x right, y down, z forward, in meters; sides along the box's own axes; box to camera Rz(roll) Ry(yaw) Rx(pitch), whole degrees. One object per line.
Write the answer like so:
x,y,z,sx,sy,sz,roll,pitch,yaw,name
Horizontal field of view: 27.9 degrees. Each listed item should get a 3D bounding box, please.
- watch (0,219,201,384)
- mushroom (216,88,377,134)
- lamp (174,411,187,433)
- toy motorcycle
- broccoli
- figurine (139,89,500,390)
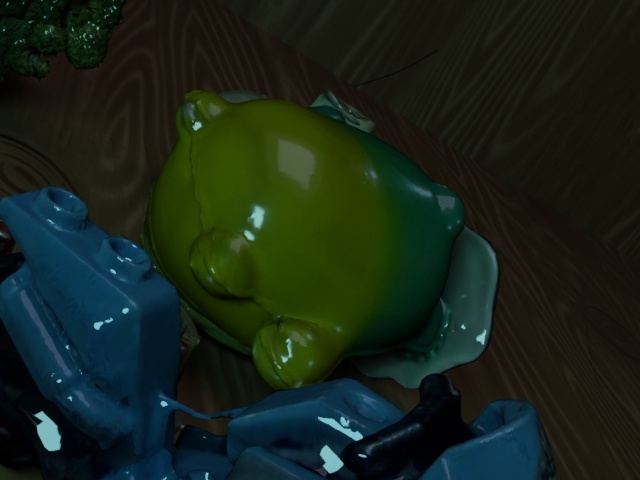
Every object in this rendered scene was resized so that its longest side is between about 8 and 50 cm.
-0.181,0.040,0.939,0.165,0.102,0.268,23,10,-32,watch
-0.028,-0.073,1.389,0.246,0.202,0.246,42,15,-14,mushroom
-0.059,0.164,0.918,0.198,0.056,0.050,22,17,-2,lamp
-0.035,0.114,0.710,0.416,0.232,0.172,38,20,15,toy motorcycle
-0.337,-0.280,1.299,0.283,0.304,0.321,63,2,-70,broccoli
0.000,0.000,1.140,0.340,0.231,0.323,24,46,-49,figurine
